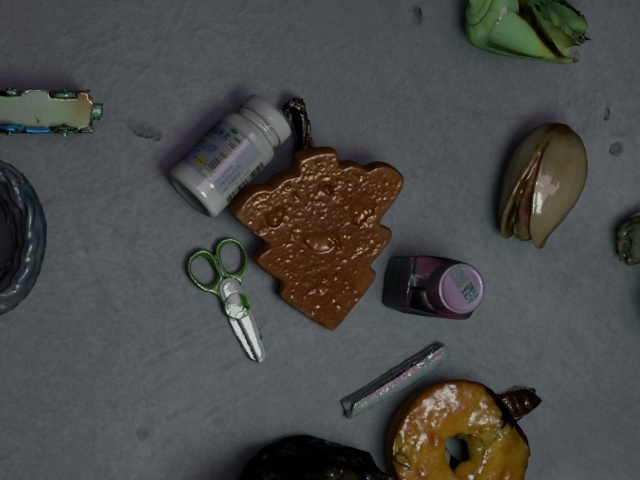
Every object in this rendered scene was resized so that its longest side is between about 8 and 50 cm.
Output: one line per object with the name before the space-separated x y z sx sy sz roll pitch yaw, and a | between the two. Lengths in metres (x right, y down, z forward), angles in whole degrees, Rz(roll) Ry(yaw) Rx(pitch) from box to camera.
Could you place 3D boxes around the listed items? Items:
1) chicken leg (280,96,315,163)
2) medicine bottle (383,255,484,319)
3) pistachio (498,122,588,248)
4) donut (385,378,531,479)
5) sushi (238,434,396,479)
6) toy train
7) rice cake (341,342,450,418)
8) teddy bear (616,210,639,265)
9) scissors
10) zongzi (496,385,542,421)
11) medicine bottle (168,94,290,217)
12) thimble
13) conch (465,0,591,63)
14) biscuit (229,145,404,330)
chicken leg | 0.008 -0.115 1.920 0.106 0.051 0.253 -41 103 -16
medicine bottle | 0.187 0.076 1.901 0.119 0.188 0.094 12 85 -17
pistachio | 0.373 -0.096 1.994 0.144 0.144 0.215 25 79 -16
donut | 0.221 0.351 1.944 0.253 0.118 0.253 1 86 -17
sushi | 0.000 0.461 1.773 0.281 0.294 0.299 -6 92 -12
toy train | -0.421 -0.190 1.761 0.188 0.099 0.072 -2 92 -19
rice cake | 0.124 0.232 1.959 0.207 0.033 0.033 -30 107 -15
teddy bear | 0.724 0.103 2.094 0.357 0.224 0.367 -16 109 -19
scissors | -0.137 0.101 1.881 0.101 0.027 0.204 -24 94 -16
zongzi | 0.348 0.274 2.026 0.083 0.073 0.067 -22 97 23
medicine bottle | -0.140 -0.133 1.846 0.103 0.103 0.187 46 77 -12
thimble | -0.497 -0.004 1.694 0.205 0.172 0.236 7 88 -15
conch | 0.358 -0.368 1.987 0.250 0.137 0.143 13 121 -12
biscuit | 0.000 0.000 1.884 0.284 0.043 0.306 -10 112 -15
